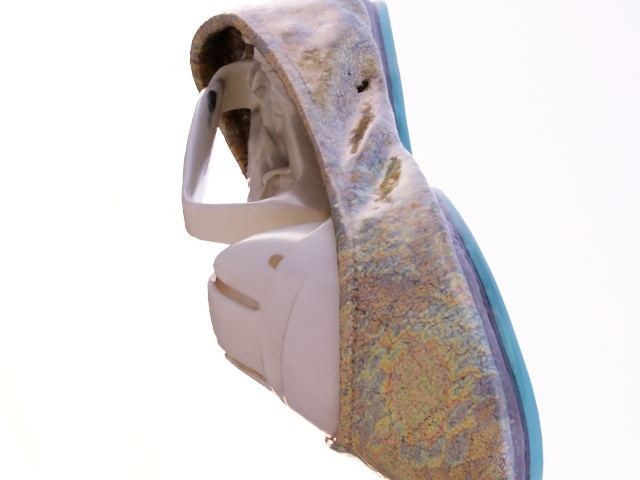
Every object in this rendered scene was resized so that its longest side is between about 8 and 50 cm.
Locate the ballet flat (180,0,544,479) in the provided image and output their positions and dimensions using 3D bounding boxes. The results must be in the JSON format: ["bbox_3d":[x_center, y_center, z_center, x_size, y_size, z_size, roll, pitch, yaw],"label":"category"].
[{"bbox_3d":[0.000,0.000,0.775,0.348,0.123,0.123,-105,-172,-52],"label":"ballet flat"}]
